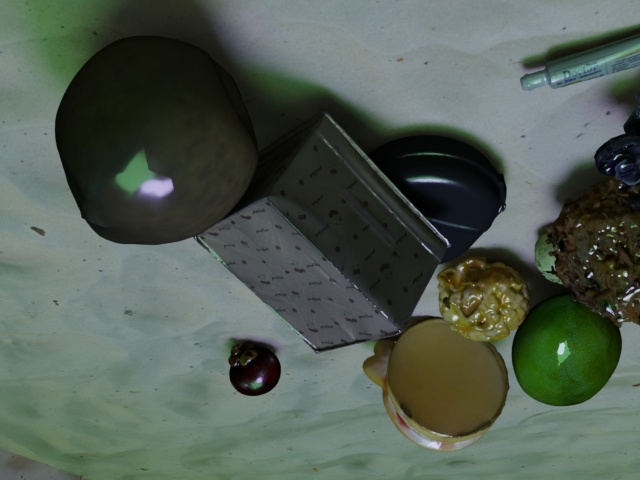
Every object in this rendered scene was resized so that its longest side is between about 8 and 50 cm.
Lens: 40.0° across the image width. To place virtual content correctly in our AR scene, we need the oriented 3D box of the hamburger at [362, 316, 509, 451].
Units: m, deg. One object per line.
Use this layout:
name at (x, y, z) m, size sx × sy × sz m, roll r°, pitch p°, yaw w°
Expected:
hamburger at (0.239, 0.312, 1.895) m, size 0.303 × 0.260 × 0.186 m, roll 24°, pitch 152°, yaw 4°

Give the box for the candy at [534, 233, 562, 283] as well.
candy at (0.494, 0.069, 1.637) m, size 0.093 × 0.092 × 0.336 m, roll -4°, pitch 158°, yaw 38°

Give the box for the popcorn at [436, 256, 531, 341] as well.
popcorn at (0.304, 0.107, 1.656) m, size 0.180 × 0.180 × 0.170 m, roll -25°, pitch 176°, yaw 38°

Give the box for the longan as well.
longan at (-0.224, -0.133, 1.189) m, size 0.289 × 0.288 × 0.350 m, roll 5°, pitch 172°, yaw -1°

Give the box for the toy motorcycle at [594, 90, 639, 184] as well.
toy motorcycle at (0.515, -0.187, 1.142) m, size 0.213 × 0.125 × 0.358 m, roll -2°, pitch 149°, yaw -19°

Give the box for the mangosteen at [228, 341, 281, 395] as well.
mangosteen at (-0.161, 0.293, 2.042) m, size 0.140 × 0.140 × 0.140 m, roll 3°, pitch 148°, yaw 2°

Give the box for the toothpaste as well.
toothpaste at (0.394, -0.243, 1.171) m, size 0.256 × 0.037 × 0.067 m, roll -14°, pitch 146°, yaw 20°

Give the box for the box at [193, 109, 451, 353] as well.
box at (0.000, 0.000, 1.343) m, size 0.297 × 0.190 × 0.225 m, roll 46°, pitch 144°, yaw -16°

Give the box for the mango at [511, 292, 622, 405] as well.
mango at (0.471, 0.199, 1.682) m, size 0.225 × 0.201 × 0.382 m, roll -38°, pitch 155°, yaw -5°

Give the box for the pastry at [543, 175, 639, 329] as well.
pastry at (0.486, 0.024, 1.390) m, size 0.275 × 0.193 × 0.274 m, roll 21°, pitch 134°, yaw 23°

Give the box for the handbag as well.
handbag at (0.164, -0.054, 1.452) m, size 0.254 × 0.093 × 0.308 m, roll 15°, pitch 147°, yaw -14°
